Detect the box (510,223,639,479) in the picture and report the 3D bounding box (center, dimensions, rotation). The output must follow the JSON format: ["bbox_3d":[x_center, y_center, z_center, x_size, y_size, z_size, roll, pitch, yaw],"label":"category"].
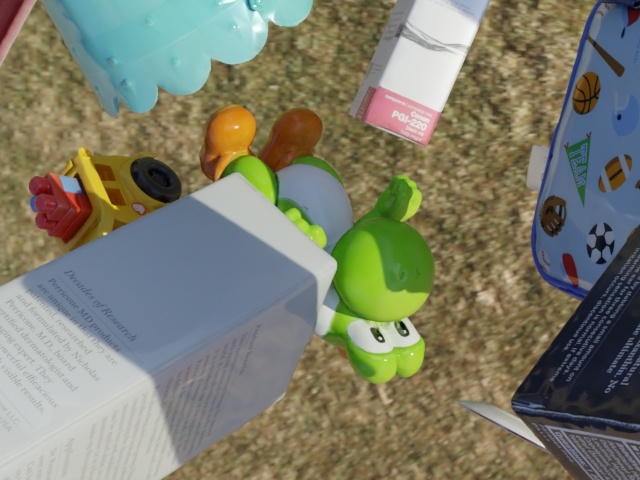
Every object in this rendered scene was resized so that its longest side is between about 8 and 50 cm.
[{"bbox_3d":[0.323,0.135,0.688,0.296,0.182,0.294,47,160,-20],"label":"box"}]

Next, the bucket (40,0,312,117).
[{"bbox_3d":[-0.137,-0.263,1.154,0.281,0.281,0.183,-16,118,32],"label":"bucket"}]

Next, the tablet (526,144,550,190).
[{"bbox_3d":[0.277,-0.086,1.532,0.083,0.006,0.054,-149,65,-68],"label":"tablet"}]

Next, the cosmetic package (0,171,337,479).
[{"bbox_3d":[-0.213,0.135,1.186,0.161,0.453,0.230,43,137,21],"label":"cosmetic package"}]

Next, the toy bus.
[{"bbox_3d":[-0.284,-0.014,1.651,0.149,0.211,0.220,-45,57,28],"label":"toy bus"}]

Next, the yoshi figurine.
[{"bbox_3d":[0.017,-0.019,1.371,0.204,0.203,0.362,-34,60,0],"label":"yoshi figurine"}]

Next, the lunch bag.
[{"bbox_3d":[0.303,-0.079,1.063,0.243,0.115,0.303,-148,68,-63],"label":"lunch bag"}]

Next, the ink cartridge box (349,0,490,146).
[{"bbox_3d":[0.124,-0.237,1.560,0.092,0.158,0.217,21,97,-8],"label":"ink cartridge box"}]

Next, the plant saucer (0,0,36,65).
[{"bbox_3d":[-0.252,-0.182,0.603,0.258,0.047,0.259,30,127,-14],"label":"plant saucer"}]

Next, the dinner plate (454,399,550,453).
[{"bbox_3d":[0.203,0.193,1.283,0.141,0.141,0.017,24,83,27],"label":"dinner plate"}]
